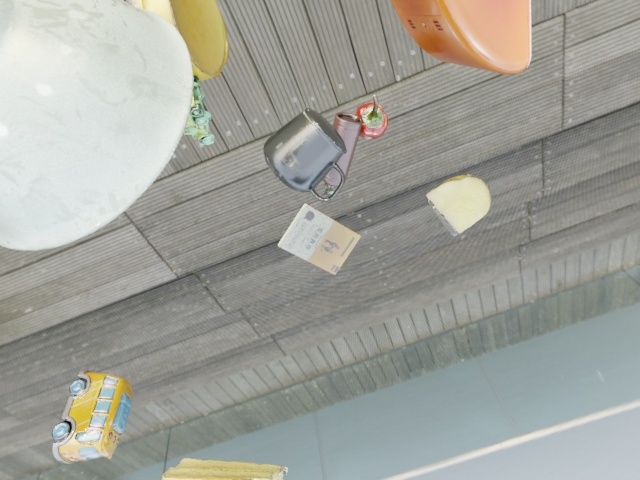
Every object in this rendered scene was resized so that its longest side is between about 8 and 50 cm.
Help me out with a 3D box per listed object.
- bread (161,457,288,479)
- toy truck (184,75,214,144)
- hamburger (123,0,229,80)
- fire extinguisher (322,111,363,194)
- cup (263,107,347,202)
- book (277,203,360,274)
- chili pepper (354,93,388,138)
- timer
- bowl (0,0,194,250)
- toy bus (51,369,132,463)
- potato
[{"bbox_3d":[-0.194,0.592,0.874,0.246,0.111,0.239,-3,85,9],"label":"bread"},{"bbox_3d":[-0.454,-0.438,1.464,0.135,0.128,0.259,-12,164,-3],"label":"toy truck"},{"bbox_3d":[-0.519,-0.710,1.407,0.278,0.395,0.395,-5,130,16],"label":"hamburger"},{"bbox_3d":[0.058,-0.299,1.565,0.102,0.138,0.343,4,127,-18],"label":"fire extinguisher"},{"bbox_3d":[-0.020,-0.205,1.056,0.177,0.169,0.223,-42,88,14],"label":"cup"},{"bbox_3d":[0.000,0.000,0.997,0.172,0.012,0.118,28,101,-28],"label":"book"},{"bbox_3d":[0.187,-0.439,1.564,0.135,0.338,0.131,37,103,-9],"label":"chili pepper"},{"bbox_3d":[0.248,-0.418,0.747,0.161,0.257,0.250,-33,121,4],"label":"timer"},{"bbox_3d":[-0.301,-0.158,0.415,0.314,0.313,0.146,-24,156,8],"label":"bowl"},{"bbox_3d":[-0.554,0.436,1.050,0.136,0.209,0.126,1,140,-1],"label":"toy bus"},{"bbox_3d":[0.254,-0.073,0.734,0.103,0.066,0.096,-31,98,43],"label":"potato"}]
